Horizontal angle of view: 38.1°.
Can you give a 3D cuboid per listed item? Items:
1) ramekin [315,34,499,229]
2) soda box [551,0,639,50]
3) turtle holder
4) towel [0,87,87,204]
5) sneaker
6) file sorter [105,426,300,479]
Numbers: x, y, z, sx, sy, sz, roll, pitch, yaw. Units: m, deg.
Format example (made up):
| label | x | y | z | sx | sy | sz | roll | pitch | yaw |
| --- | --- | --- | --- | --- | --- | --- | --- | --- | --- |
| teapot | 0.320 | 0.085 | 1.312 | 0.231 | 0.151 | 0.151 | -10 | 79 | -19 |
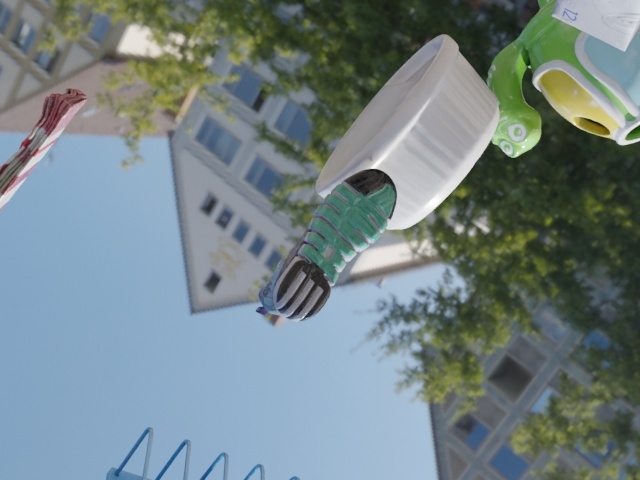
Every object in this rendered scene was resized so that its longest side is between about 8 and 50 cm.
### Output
| label | x | y | z | sx | sy | sz | roll | pitch | yaw |
| --- | --- | --- | --- | --- | --- | --- | --- | --- | --- |
| ramekin | 0.125 | -0.136 | 1.257 | 0.127 | 0.273 | 0.273 | 38 | -161 | -10 |
| soda box | 0.307 | -0.315 | 0.879 | 0.091 | 0.098 | 0.286 | 31 | 158 | 15 |
| turtle holder | 0.391 | -0.251 | 1.269 | 0.320 | 0.243 | 0.227 | -19 | -104 | -16 |
| towel | -0.471 | -0.092 | 1.395 | 0.037 | 0.329 | 0.237 | 38 | -177 | -13 |
| sneaker | 0.000 | 0.000 | 1.115 | 0.083 | 0.224 | 0.098 | 48 | 155 | -18 |
| file sorter | -0.113 | 0.265 | 0.876 | 0.170 | 0.104 | 0.118 | 23 | -146 | -19 |
